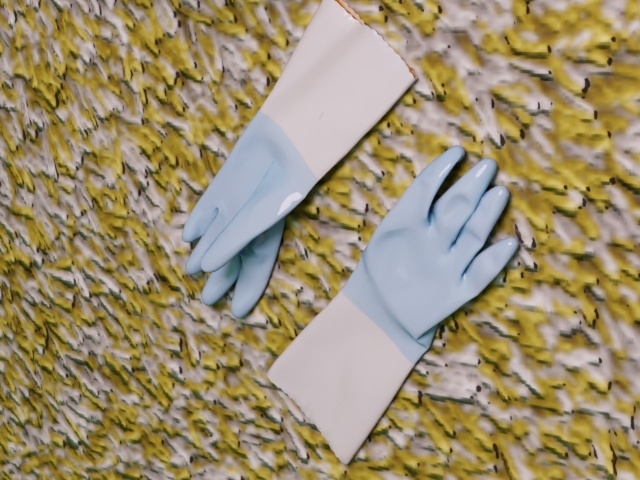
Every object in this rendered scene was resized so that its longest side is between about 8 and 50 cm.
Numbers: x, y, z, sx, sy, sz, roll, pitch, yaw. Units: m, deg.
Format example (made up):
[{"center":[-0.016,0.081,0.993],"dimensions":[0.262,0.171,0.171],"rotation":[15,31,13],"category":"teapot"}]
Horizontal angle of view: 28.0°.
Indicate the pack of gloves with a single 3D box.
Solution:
[{"center":[0.000,0.000,0.786],"dimensions":[0.195,0.046,0.232],"rotation":[48,124,21],"category":"pack of gloves"}]
